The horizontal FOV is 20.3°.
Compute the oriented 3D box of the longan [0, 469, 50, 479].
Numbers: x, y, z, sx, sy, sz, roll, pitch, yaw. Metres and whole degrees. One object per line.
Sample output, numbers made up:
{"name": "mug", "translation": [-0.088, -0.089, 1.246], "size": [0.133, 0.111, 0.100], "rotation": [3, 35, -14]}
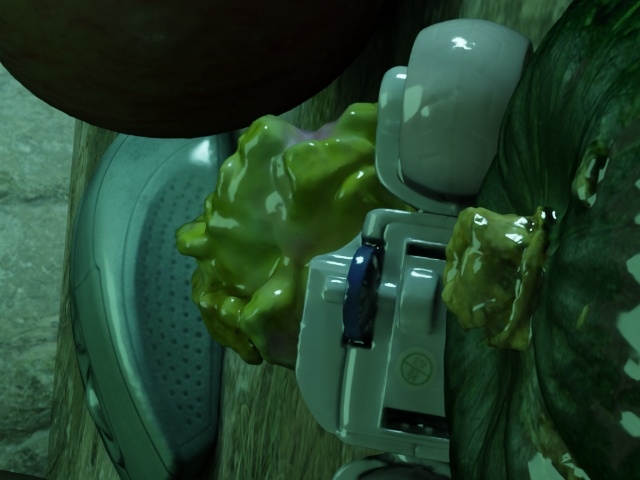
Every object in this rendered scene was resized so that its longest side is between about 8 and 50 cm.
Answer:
{"name": "longan", "translation": [-0.193, 0.309, 0.915], "size": [0.436, 0.404, 0.404], "rotation": [46, -135, -67]}

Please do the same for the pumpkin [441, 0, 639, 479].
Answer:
{"name": "pumpkin", "translation": [0.100, 0.017, 0.387], "size": [0.190, 0.146, 0.190], "rotation": [-51, 20, 27]}

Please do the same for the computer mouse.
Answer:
{"name": "computer mouse", "translation": [-0.143, 0.052, 1.444], "size": [0.188, 0.122, 0.371], "rotation": [132, 139, -68]}

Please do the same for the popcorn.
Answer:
{"name": "popcorn", "translation": [0.000, 0.000, 0.853], "size": [0.145, 0.125, 0.126], "rotation": [-31, 74, 24]}

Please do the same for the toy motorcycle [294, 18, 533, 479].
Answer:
{"name": "toy motorcycle", "translation": [0.050, 0.038, 0.726], "size": [0.112, 0.112, 0.254], "rotation": [-165, 83, -76]}

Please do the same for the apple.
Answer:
{"name": "apple", "translation": [-0.102, -0.218, 1.003], "size": [0.345, 0.269, 0.345], "rotation": [169, 90, -77]}
